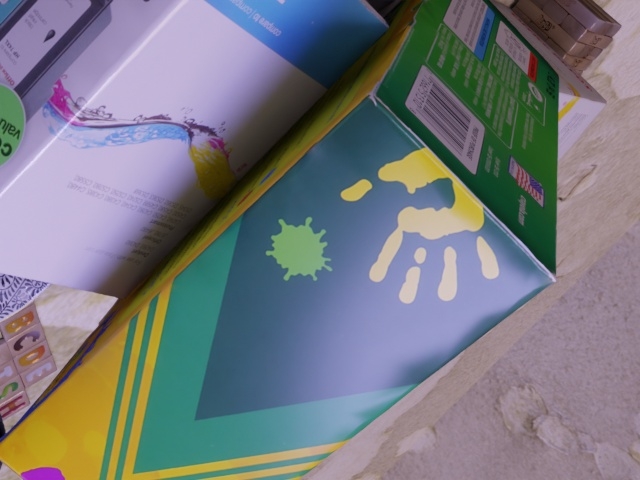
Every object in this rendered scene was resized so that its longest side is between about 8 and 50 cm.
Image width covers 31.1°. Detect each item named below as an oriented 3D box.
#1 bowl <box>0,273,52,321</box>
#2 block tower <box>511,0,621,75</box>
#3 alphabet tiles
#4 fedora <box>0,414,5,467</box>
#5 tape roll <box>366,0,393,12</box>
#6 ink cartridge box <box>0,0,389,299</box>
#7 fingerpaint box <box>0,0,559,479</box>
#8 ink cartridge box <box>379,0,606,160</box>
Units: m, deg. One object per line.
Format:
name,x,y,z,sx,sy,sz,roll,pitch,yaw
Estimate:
bowl,-0.280,-0.004,0.903,0.170,0.080,0.170,-33,156,-17
block tower,0.210,-0.167,1.359,0.335,0.097,0.091,-52,156,23
alphabet tiles,-0.362,0.148,1.149,0.198,0.009,0.237,-32,156,-20
fedora,-0.411,0.160,0.841,0.334,0.334,0.153,-29,125,-25
tape roll,0.026,-0.269,0.907,0.219,0.072,0.219,-33,157,-16
ink cartridge box,-0.140,-0.130,0.735,0.270,0.198,0.197,-45,158,10
fingerpaint box,0.000,0.000,0.897,0.371,0.163,0.445,-42,-171,23
ink cartridge box,0.153,-0.147,1.203,0.168,0.171,0.232,-50,155,23
